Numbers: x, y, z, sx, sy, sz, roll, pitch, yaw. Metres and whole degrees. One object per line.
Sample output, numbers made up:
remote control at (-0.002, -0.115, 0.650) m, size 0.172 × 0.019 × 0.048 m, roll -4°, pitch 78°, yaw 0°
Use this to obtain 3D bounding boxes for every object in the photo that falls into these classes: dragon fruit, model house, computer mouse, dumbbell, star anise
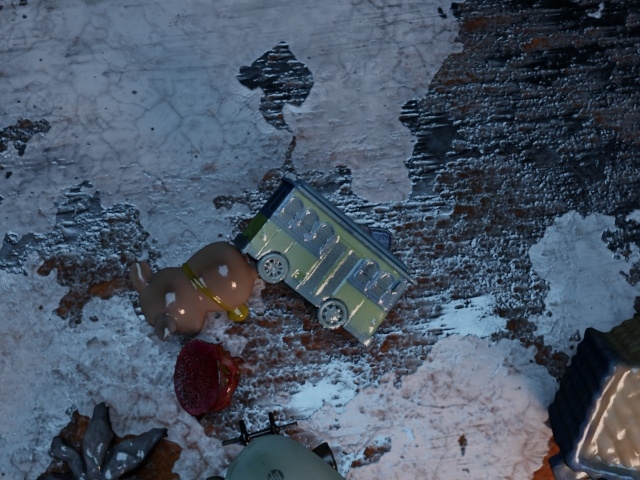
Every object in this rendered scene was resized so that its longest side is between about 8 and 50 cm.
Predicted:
dragon fruit at (-0.197, 0.267, 1.656) m, size 0.111 × 0.153 × 0.153 m, roll 8°, pitch 66°, yaw -41°
model house at (0.606, 0.353, 1.524) m, size 0.400 × 0.395 × 0.445 m, roll -28°, pitch 92°, yaw 7°
computer mouse at (-0.014, 0.416, 1.309) m, size 0.288 × 0.097 × 0.159 m, roll 39°, pitch 61°, yaw 7°
dumbbell at (-0.115, 0.364, 1.633) m, size 0.147 × 0.069 × 0.069 m, roll -14°, pitch 73°, yaw -6°
star anise at (-0.376, 0.450, 1.568) m, size 0.359 × 0.139 × 0.316 m, roll -3°, pitch 79°, yaw -1°

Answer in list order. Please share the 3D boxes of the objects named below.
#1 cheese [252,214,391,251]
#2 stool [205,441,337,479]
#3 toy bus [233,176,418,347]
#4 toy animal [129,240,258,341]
cheese at (0.000, 0.000, 1.750) m, size 0.286 × 0.074 × 0.189 m, roll 9°, pitch 73°, yaw -2°
stool at (-0.055, 0.529, 1.463) m, size 0.226 × 0.310 × 0.310 m, roll -16°, pitch 72°, yaw -12°
toy bus at (0.007, 0.041, 1.632) m, size 0.312 × 0.152 × 0.190 m, roll 39°, pitch 88°, yaw -14°
toy animal at (-0.230, 0.094, 1.687) m, size 0.248 × 0.149 × 0.165 m, roll -26°, pitch 59°, yaw -20°
